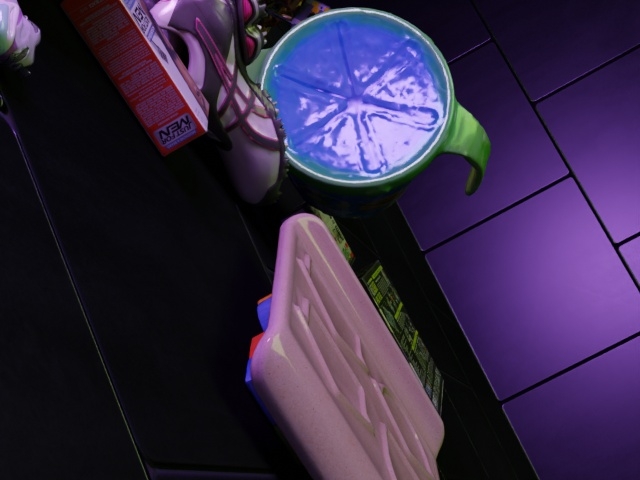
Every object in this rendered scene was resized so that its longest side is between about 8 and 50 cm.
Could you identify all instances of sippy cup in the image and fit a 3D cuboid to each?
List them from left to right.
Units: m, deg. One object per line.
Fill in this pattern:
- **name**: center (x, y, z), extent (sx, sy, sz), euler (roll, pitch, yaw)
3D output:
- **sippy cup**: center (0.040, -0.135, 1.336), extent (0.305, 0.240, 0.224), euler (52, -11, 14)

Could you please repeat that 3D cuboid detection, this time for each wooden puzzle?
- **wooden puzzle**: center (0.025, 0.166, 1.010), extent (0.322, 0.080, 0.348), euler (59, 14, -15)

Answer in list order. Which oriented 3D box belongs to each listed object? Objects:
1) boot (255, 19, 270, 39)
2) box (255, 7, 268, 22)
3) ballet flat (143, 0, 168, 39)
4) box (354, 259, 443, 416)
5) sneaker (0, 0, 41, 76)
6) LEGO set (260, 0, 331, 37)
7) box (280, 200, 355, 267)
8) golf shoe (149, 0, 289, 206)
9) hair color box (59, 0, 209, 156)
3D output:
- **boot**: center (-0.116, -0.398, 1.978), extent (0.137, 0.077, 0.198), euler (89, 4, -52)
- **box**: center (-0.152, -0.477, 1.873), extent (0.114, 0.103, 0.203), euler (52, 13, -44)
- **ballet flat**: center (-0.201, -0.265, 1.179), extent (0.173, 0.057, 0.049), euler (67, -30, 24)
- **box**: center (0.098, 0.145, 1.520), extent (0.216, 0.060, 0.270), euler (61, 8, 0)
- **sneaker**: center (-0.219, -0.156, 0.736), extent (0.069, 0.038, 0.098), euler (48, 25, -61)
- **LEGO set**: center (-0.064, -0.259, 1.661), extent (0.255, 0.192, 0.331), euler (33, -5, 21)
- **box**: center (0.000, 0.000, 1.481), extent (0.114, 0.036, 0.207), euler (61, 9, -4)
- **golf shoe**: center (-0.114, -0.151, 1.155), extent (0.105, 0.120, 0.272), euler (25, -45, 48)
- **hair color box**: center (-0.170, -0.172, 1.001), extent (0.167, 0.053, 0.093), euler (59, 8, -23)
